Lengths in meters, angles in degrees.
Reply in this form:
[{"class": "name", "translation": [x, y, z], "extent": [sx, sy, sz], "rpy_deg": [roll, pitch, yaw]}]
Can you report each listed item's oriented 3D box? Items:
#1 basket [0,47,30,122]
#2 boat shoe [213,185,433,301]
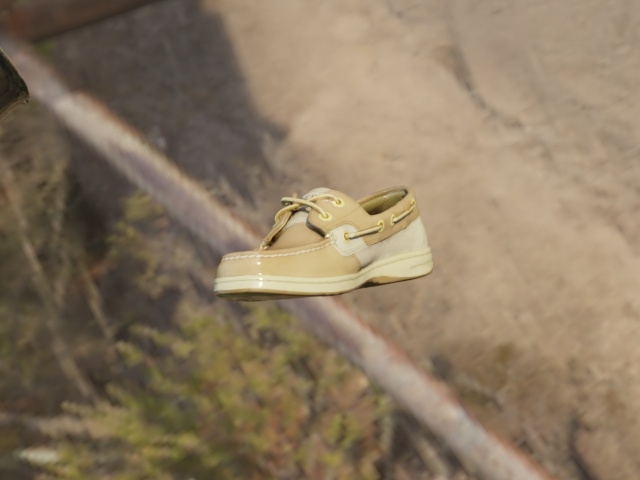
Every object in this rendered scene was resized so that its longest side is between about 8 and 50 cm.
[{"class": "basket", "translation": [-0.230, -0.015, 0.553], "extent": [0.204, 0.227, 0.154], "rpy_deg": [44, 167, -36]}, {"class": "boat shoe", "translation": [0.000, 0.000, 0.805], "extent": [0.050, 0.135, 0.045], "rpy_deg": [-3, 93, 32]}]
